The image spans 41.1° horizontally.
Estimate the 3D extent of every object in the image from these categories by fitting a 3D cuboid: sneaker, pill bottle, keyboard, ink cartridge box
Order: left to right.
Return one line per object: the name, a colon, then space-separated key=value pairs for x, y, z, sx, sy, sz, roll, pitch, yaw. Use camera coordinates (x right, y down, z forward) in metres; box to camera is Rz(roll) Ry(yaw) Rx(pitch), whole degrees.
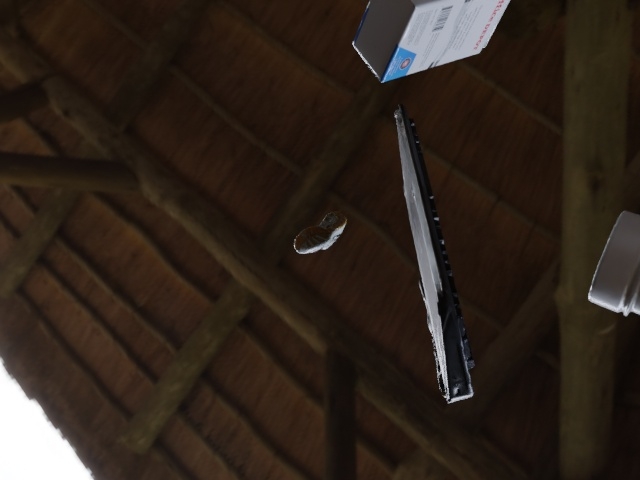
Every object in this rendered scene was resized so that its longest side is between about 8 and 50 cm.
sneaker: x=0.000 y=0.000 z=0.981 sx=0.032 sy=0.083 sz=0.037 roll=38 pitch=-45 yaw=21
keyboard: x=0.111 y=0.024 z=0.827 sx=0.317 sy=0.033 sz=0.202 roll=-93 pitch=173 yaw=-51
ink cartridge box: x=0.167 y=-0.330 z=1.241 sx=0.086 sy=0.203 sz=0.148 roll=55 pitch=-32 yaw=21
pill bottle: x=0.396 y=0.056 z=0.849 sx=0.229 sy=0.131 sz=0.131 roll=22 pitch=-44 yaw=21
